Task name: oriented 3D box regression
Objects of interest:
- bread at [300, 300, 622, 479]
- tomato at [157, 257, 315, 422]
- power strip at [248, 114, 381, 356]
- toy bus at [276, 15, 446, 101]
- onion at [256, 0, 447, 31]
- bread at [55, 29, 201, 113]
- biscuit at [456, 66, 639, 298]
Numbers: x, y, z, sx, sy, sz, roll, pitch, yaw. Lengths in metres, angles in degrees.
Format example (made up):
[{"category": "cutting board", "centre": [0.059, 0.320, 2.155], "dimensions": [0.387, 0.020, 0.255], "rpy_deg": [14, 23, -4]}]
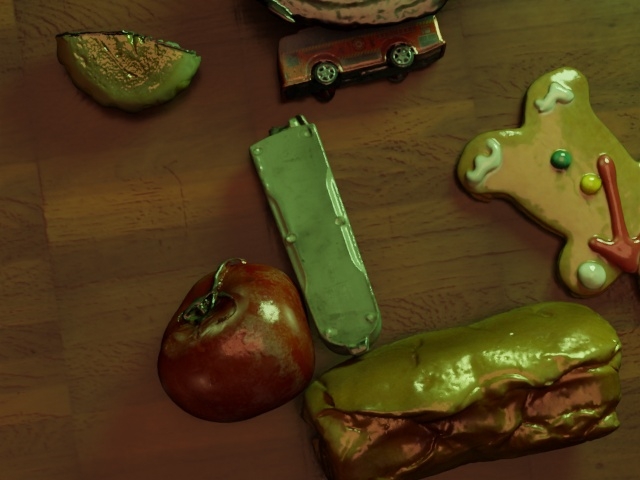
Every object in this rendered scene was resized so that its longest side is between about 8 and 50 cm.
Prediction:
[{"category": "bread", "centre": [0.150, 0.166, 1.902], "dimensions": [0.344, 0.195, 0.149], "rpy_deg": [-13, 92, -7]}, {"category": "tomato", "centre": [-0.089, 0.113, 1.911], "dimensions": [0.187, 0.187, 0.151], "rpy_deg": [-46, 124, -5]}, {"category": "power strip", "centre": [0.000, 0.000, 1.931], "dimensions": [0.080, 0.048, 0.286], "rpy_deg": [-21, 68, 0]}, {"category": "toy bus", "centre": [0.043, -0.210, 1.983], "dimensions": [0.192, 0.065, 0.077], "rpy_deg": [-14, 76, -5]}, {"category": "onion", "centre": [0.058, -0.369, 1.953], "dimensions": [0.280, 0.146, 0.314], "rpy_deg": [18, 91, -7]}, {"category": "bread", "centre": [-0.209, -0.187, 1.953], "dimensions": [0.157, 0.083, 0.094], "rpy_deg": [-6, 90, -3]}, {"category": "biscuit", "centre": [0.335, -0.039, 1.998], "dimensions": [0.339, 0.047, 0.216], "rpy_deg": [45, 86, 0]}]
